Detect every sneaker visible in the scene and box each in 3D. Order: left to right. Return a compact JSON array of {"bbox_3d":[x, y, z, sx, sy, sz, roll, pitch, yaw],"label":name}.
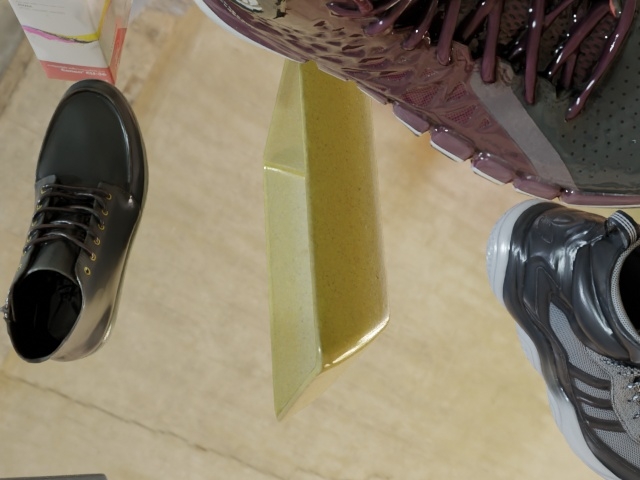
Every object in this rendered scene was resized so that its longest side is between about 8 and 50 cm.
[{"bbox_3d":[-0.178,-0.018,0.674,0.083,0.222,0.118,4,177,-4],"label":"sneaker"},{"bbox_3d":[0.052,-0.088,0.356,0.281,0.106,0.162,21,-176,8],"label":"sneaker"},{"bbox_3d":[0.229,0.089,0.644,0.269,0.101,0.153,57,162,-12],"label":"sneaker"}]

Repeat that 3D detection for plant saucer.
[{"bbox_3d":[0.000,0.000,0.938,0.081,0.333,0.333,-1,162,-9],"label":"plant saucer"}]

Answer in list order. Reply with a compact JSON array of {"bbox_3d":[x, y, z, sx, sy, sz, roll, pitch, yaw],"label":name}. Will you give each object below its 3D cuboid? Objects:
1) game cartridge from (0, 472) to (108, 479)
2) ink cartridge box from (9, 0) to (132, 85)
[{"bbox_3d":[-0.265,0.369,0.840,0.196,0.294,0.060,7,158,-35],"label":"game cartridge"},{"bbox_3d":[-0.204,-0.224,0.746,0.067,0.115,0.198,7,164,-1],"label":"ink cartridge box"}]
